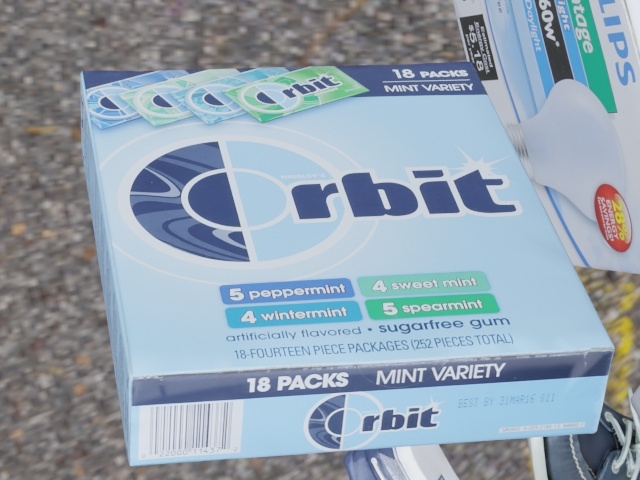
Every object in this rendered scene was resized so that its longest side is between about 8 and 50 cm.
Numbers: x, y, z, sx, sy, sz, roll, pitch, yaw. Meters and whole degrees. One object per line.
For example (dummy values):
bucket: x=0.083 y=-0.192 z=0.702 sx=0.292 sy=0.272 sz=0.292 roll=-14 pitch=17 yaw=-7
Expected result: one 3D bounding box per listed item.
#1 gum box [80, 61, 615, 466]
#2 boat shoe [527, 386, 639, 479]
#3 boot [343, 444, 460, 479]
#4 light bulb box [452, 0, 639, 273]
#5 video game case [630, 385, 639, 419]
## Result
gum box: x=0.000 y=0.000 z=0.662 sx=0.157 sy=0.184 sz=0.041 roll=-3 pitch=127 yaw=-12
boat shoe: x=0.193 y=0.152 z=1.288 sx=0.079 sy=0.254 sz=0.095 roll=-7 pitch=58 yaw=17
boot: x=0.101 y=0.269 z=1.806 sx=0.086 sy=0.069 sz=0.190 roll=-24 pitch=97 yaw=33
light bulb box: x=0.318 y=-0.164 z=1.798 sx=0.225 sy=0.361 sz=0.358 roll=-17 pitch=97 yaw=-17
video game case: x=0.314 y=0.220 z=1.012 sx=0.300 sy=0.329 sz=0.036 roll=39 pitch=101 yaw=-10
